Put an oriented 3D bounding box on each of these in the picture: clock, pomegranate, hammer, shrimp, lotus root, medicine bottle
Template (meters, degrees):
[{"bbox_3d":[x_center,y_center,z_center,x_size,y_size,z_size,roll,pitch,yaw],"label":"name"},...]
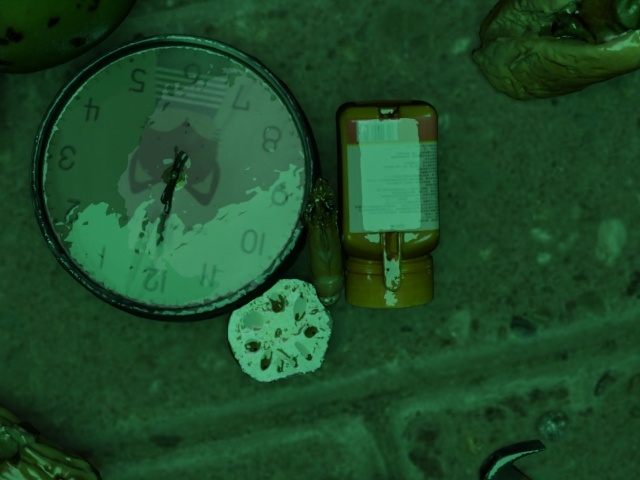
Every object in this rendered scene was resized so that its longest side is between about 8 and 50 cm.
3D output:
[{"bbox_3d":[-0.160,-0.071,1.532,0.325,0.067,0.325,0,86,1],"label":"clock"},{"bbox_3d":[-0.282,-0.318,1.403,0.290,0.323,0.291,7,78,-34],"label":"pomegranate"},{"bbox_3d":[0.321,0.337,1.660,0.287,0.033,0.111,30,96,-7],"label":"hammer"},{"bbox_3d":[0.000,0.000,1.490,0.043,0.091,0.184,-7,143,-3],"label":"shrimp"},{"bbox_3d":[-0.047,0.098,1.586,0.122,0.081,0.112,-12,97,0],"label":"lotus root"},{"bbox_3d":[0.075,-0.043,1.536,0.112,0.149,0.222,-2,98,0],"label":"medicine bottle"}]

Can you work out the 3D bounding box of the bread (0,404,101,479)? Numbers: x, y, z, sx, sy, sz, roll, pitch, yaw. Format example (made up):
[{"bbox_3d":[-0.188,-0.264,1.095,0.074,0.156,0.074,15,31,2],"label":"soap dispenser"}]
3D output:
[{"bbox_3d":[-0.450,0.348,1.554,0.314,0.191,0.370,28,84,-1],"label":"bread"}]

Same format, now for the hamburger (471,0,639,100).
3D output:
[{"bbox_3d":[0.324,-0.270,1.489,0.330,0.209,0.162,-36,98,5],"label":"hamburger"}]
